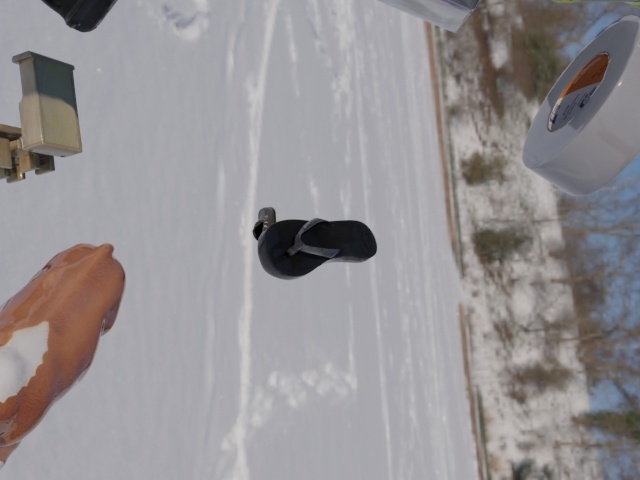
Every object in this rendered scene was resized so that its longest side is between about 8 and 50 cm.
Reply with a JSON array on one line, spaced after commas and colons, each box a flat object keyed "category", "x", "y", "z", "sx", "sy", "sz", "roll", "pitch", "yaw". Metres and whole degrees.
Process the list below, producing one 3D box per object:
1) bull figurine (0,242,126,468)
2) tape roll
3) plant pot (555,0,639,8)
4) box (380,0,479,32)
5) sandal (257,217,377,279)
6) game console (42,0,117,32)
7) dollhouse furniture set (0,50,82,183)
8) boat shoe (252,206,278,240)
[{"category": "bull figurine", "x": -0.273, "y": 0.118, "z": 0.764, "sx": 0.188, "sy": 0.101, "sz": 0.310, "roll": -54, "pitch": -179, "yaw": 34}, {"category": "tape roll", "x": 0.344, "y": -0.164, "z": 1.057, "sx": 0.219, "sy": 0.072, "sz": 0.219, "roll": -56, "pitch": -171, "yaw": 14}, {"category": "plant pot", "x": 0.495, "y": -0.511, "z": 1.457, "sx": 0.276, "sy": 0.254, "sz": 0.276, "roll": 37, "pitch": -44, "yaw": 45}, {"category": "box", "x": 0.145, "y": -0.504, "z": 1.469, "sx": 0.294, "sy": 0.296, "sz": 0.183, "roll": -58, "pitch": 171, "yaw": -83}, {"category": "sandal", "x": 0.000, "y": -0.001, "z": 1.392, "sx": 0.254, "sy": 0.054, "sz": 0.097, "roll": -12, "pitch": 72, "yaw": -44}, {"category": "game console", "x": -0.256, "y": -0.390, "z": 1.034, "sx": 0.213, "sy": 0.361, "sz": 0.044, "roll": 45, "pitch": 45, "yaw": -12}, {"category": "dollhouse furniture set", "x": -0.551, "y": -0.211, "z": 1.505, "sx": 0.212, "sy": 0.242, "sz": 0.161, "roll": 6, "pitch": 74, "yaw": -65}, {"category": "boat shoe", "x": -0.094, "y": -0.023, "z": 1.471, "sx": 0.133, "sy": 0.042, "sz": 0.049, "roll": -108, "pitch": -150, "yaw": -59}]
